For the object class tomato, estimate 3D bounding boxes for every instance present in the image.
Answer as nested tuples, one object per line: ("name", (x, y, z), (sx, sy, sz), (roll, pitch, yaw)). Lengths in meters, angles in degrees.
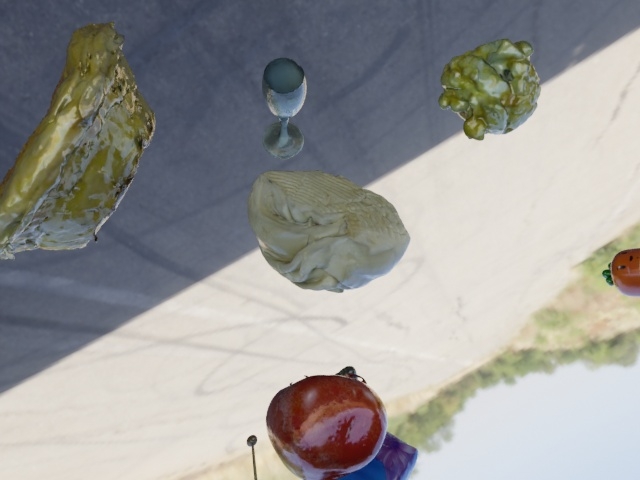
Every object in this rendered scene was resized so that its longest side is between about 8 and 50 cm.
("tomato", (0.009, 0.284, 1.333), (0.187, 0.151, 0.187), (-17, 152, -9))

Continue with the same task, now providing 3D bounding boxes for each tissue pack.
("tissue pack", (0.045, 0.487, 1.617), (0.263, 0.146, 0.198), (-44, 157, -45))

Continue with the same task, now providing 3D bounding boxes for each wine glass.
("wine glass", (-0.029, -0.220, 1.910), (0.096, 0.264, 0.309), (-35, 167, -14))

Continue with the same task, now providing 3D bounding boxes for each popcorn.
("popcorn", (0.320, -0.282, 1.675), (0.188, 0.185, 0.167), (-15, 172, -6))

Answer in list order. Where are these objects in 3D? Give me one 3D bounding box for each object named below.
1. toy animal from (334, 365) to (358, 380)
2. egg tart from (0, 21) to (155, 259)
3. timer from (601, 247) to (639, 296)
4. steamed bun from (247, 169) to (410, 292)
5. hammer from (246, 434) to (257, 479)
("toy animal", (0.073, 0.353, 2.039), (0.065, 0.135, 0.047), (-28, -166, -33))
("egg tart", (-0.289, -0.099, 1.041), (0.341, 0.132, 0.341), (-51, -160, 28))
("timer", (0.618, 0.061, 1.743), (0.136, 0.136, 0.099), (90, 16, -71))
("steamed bun", (-0.001, -0.002, 1.759), (0.289, 0.276, 0.203), (6, 123, -21))
("hammer", (-0.085, 0.316, 1.160), (0.014, 0.122, 0.029), (1, 151, -17))
